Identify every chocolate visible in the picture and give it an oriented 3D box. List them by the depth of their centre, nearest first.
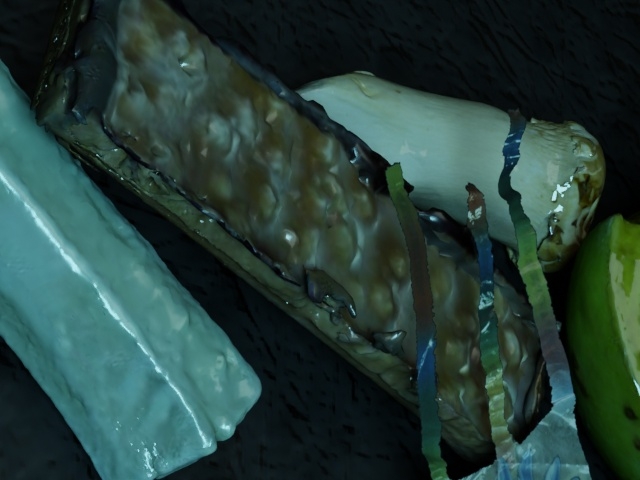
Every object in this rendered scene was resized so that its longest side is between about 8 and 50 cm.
[{"bbox_3d":[-0.004,-0.001,0.753,0.329,0.065,0.102,39,43,-35],"label":"chocolate"}]

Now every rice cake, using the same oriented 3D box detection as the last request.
[{"bbox_3d":[-0.151,-0.046,0.683,0.336,0.066,0.063,53,34,-6],"label":"rice cake"}]

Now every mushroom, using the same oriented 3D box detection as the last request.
[{"bbox_3d":[0.056,-0.039,0.862,0.209,0.071,0.084,13,92,-33],"label":"mushroom"}]

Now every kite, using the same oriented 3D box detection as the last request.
[{"bbox_3d":[0.080,0.106,0.768,0.169,0.015,0.310,-31,113,-46],"label":"kite"}]

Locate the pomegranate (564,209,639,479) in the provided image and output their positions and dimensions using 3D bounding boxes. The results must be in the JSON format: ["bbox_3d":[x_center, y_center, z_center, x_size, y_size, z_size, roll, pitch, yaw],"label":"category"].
[{"bbox_3d":[0.248,0.019,0.880,0.236,0.236,0.302,33,55,-25],"label":"pomegranate"}]
